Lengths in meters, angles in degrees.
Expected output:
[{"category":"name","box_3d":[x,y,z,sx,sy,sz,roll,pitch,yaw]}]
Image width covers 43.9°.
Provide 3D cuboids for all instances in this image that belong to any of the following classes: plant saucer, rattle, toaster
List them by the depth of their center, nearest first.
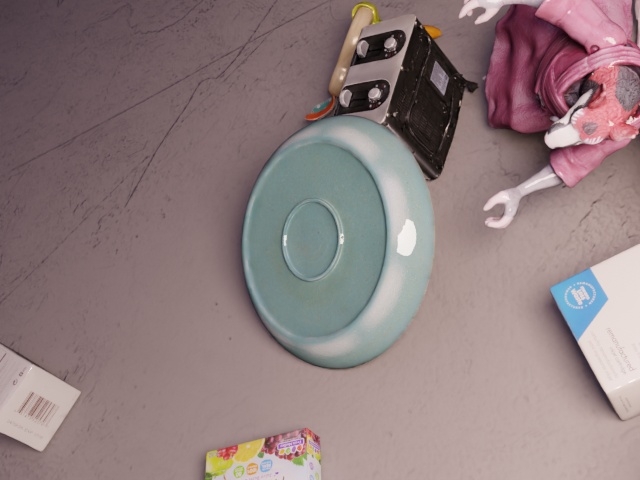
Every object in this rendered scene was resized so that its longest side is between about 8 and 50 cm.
[{"category":"plant saucer","box_3d":[0.000,0.000,0.978,0.318,0.044,0.317,-5,83,44]},{"category":"toaster","box_3d":[0.110,-0.182,1.062,0.110,0.186,0.168,4,69,39]},{"category":"rattle","box_3d":[0.077,-0.255,1.232,0.199,0.143,0.130,-71,17,-7]}]

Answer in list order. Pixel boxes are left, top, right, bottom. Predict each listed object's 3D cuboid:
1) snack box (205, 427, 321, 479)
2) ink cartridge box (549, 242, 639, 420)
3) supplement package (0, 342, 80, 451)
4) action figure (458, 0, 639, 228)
[{"category":"snack box","box_3d":[-0.068,0.284,0.923,0.141,0.037,0.100,-20,50,22]},{"category":"ink cartridge box","box_3d":[0.361,0.060,0.766,0.231,0.078,0.134,-29,46,13]},{"category":"supplement package","box_3d":[-0.471,0.224,1.198,0.179,0.105,0.105,16,68,41]},{"category":"action figure","box_3d":[0.292,-0.167,0.871,0.276,0.248,0.370,-7,24,2]}]
